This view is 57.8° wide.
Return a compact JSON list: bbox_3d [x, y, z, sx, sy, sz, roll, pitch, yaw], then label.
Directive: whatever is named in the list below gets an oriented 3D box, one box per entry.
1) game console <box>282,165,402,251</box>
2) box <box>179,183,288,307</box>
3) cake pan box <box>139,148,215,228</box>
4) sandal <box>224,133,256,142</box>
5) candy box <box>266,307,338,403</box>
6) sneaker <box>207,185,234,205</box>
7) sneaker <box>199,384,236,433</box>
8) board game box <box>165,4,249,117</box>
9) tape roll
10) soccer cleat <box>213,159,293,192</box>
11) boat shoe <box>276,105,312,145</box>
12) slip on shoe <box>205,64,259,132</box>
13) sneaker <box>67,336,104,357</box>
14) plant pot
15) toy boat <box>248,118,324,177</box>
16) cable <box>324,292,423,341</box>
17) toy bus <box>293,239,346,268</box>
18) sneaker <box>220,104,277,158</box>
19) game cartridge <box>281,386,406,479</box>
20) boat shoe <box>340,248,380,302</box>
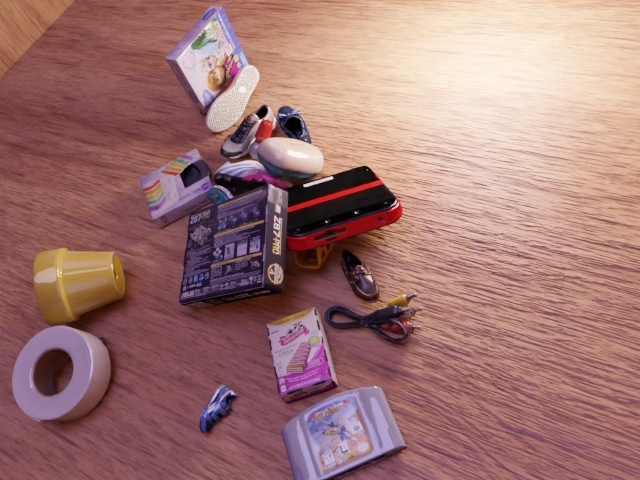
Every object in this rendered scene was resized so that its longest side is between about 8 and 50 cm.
[{"bbox_3d":[0.036,-0.110,1.856,0.386,0.060,0.342,-17,32,-9],"label":"game console"},{"bbox_3d":[-0.274,0.028,1.793,0.395,0.097,0.318,-16,66,39],"label":"box"},{"bbox_3d":[-0.530,-0.200,2.188,0.267,0.070,0.246,-27,55,-1],"label":"cake pan box"},{"bbox_3d":[-0.285,-0.365,2.232,0.180,0.049,0.072,8,56,6],"label":"sandal"},{"bbox_3d":[-0.055,0.326,1.660,0.159,0.071,0.233,-20,52,6],"label":"candy box"},{"bbox_3d":[-0.330,-0.095,2.011,0.110,0.107,0.275,-30,51,-16],"label":"sneaker"},{"bbox_3d":[-0.291,0.482,1.646,0.059,0.053,0.144,17,65,26],"label":"sneaker"},{"bbox_3d":[-0.445,-0.718,2.358,0.066,0.318,0.318,20,66,29],"label":"board game box"},{"bbox_3d":[-0.801,0.414,1.796,0.286,0.100,0.286,-4,71,13],"label":"tape roll"},{"bbox_3d":[-0.225,-0.231,2.075,0.331,0.116,0.143,12,51,22],"label":"soccer cleat"},{"bbox_3d":[-0.096,-0.443,2.190,0.109,0.089,0.258,-32,53,-5],"label":"boat shoe"},{"bbox_3d":[-0.365,-0.573,2.374,0.101,0.123,0.331,-3,55,57],"label":"slip on shoe"},{"bbox_3d":[-0.780,0.347,1.914,0.158,0.061,0.065,-4,31,14],"label":"sneaker"},{"bbox_3d":[-0.797,0.137,1.949,0.239,0.254,0.254,-11,53,-6],"label":"plant pot"},{"bbox_3d":[-0.139,-0.300,2.044,0.318,0.267,0.148,42,119,37],"label":"toy boat"},{"bbox_3d":[0.153,0.238,1.677,0.287,0.072,0.139,-13,67,25],"label":"cable"},{"bbox_3d":[-0.010,0.006,1.842,0.202,0.104,0.191,-17,32,-15],"label":"toy bus"},{"bbox_3d":[-0.277,-0.408,2.166,0.100,0.108,0.271,31,65,24],"label":"sneaker"},{"bbox_3d":[0.051,0.507,1.513,0.297,0.062,0.198,-25,57,1],"label":"game cartridge"},{"bbox_3d":[0.111,0.103,1.729,0.073,0.073,0.207,-26,40,-11],"label":"boat shoe"}]
